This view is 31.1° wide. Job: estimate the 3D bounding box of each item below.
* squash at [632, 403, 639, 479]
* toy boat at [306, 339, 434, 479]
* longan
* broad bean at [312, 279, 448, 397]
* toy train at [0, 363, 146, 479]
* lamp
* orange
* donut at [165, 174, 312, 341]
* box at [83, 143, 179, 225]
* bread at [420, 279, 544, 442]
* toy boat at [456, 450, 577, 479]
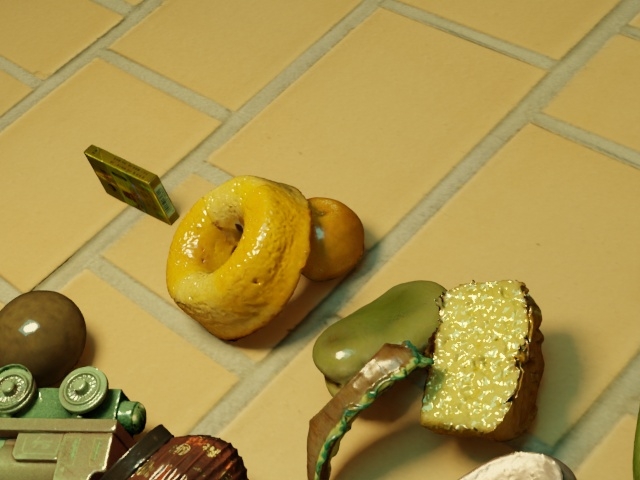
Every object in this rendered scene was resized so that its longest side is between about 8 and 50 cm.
[{"bbox_3d":[0.529,0.272,1.452,0.310,0.310,0.308,12,56,28],"label":"squash"},{"bbox_3d":[0.046,0.264,1.690,0.099,0.108,0.293,37,99,9],"label":"toy boat"},{"bbox_3d":[-0.497,0.176,1.993,0.204,0.159,0.185,-42,14,34],"label":"longan"},{"bbox_3d":[0.101,0.157,1.826,0.263,0.121,0.189,-30,21,-27],"label":"broad bean"},{"bbox_3d":[-0.435,0.325,1.845,0.305,0.150,0.221,-1,56,16],"label":"toy train"},{"bbox_3d":[-0.203,0.388,1.655,0.247,0.247,0.247,-10,47,11],"label":"lamp"},{"bbox_3d":[0.000,0.000,1.996,0.155,0.134,0.154,5,39,-4],"label":"orange"},{"bbox_3d":[-0.150,0.020,1.947,0.303,0.110,0.302,-27,49,37],"label":"donut"},{"bbox_3d":[-0.365,-0.109,2.215,0.193,0.121,0.030,24,61,34],"label":"box"},{"bbox_3d":[0.252,0.196,1.721,0.160,0.147,0.260,-6,55,24],"label":"bread"},{"bbox_3d":[0.258,0.387,1.603,0.227,0.085,0.155,-33,38,5],"label":"toy boat"}]
